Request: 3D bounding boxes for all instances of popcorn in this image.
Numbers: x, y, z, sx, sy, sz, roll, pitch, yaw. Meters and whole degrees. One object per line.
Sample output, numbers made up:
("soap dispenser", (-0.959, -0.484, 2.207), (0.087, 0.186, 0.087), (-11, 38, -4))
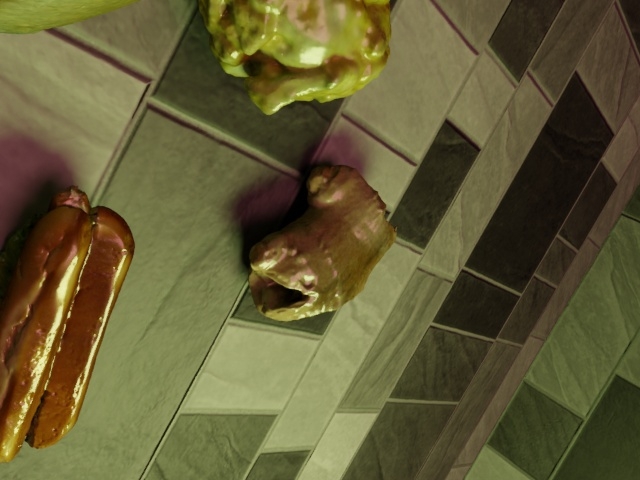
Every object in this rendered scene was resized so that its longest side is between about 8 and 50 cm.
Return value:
("popcorn", (-0.023, -0.263, 0.739), (0.256, 0.195, 0.254), (37, 80, -35))

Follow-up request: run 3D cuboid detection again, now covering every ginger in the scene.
("ginger", (0.000, 0.000, 1.017), (0.276, 0.130, 0.221), (-17, 117, -41))

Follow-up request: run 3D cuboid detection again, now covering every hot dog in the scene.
("hot dog", (-0.305, 0.093, 0.751), (0.135, 0.100, 0.337), (-5, 121, -57))

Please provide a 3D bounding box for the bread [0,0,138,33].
("bread", (-0.179, -0.308, 0.458), (0.239, 0.264, 0.395), (-41, 142, -32))
